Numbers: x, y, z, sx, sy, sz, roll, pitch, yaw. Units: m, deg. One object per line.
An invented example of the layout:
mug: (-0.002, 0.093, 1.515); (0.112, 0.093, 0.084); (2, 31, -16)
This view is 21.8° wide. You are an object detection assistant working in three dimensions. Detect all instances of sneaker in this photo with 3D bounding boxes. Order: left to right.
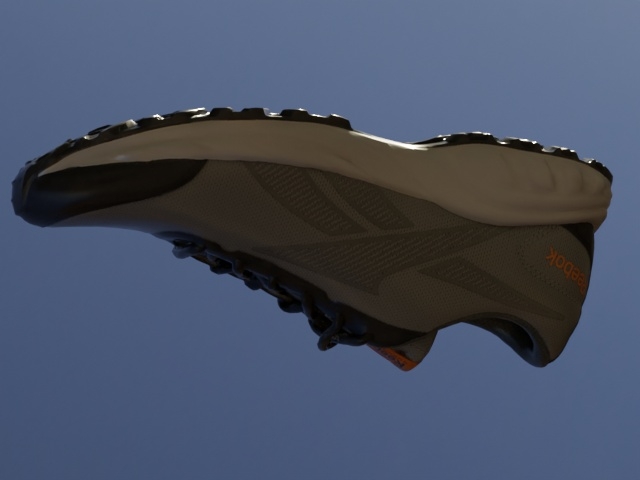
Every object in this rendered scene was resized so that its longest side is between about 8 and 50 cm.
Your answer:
sneaker: (0.000, 0.000, 0.731); (0.271, 0.100, 0.108); (7, -92, -15)
